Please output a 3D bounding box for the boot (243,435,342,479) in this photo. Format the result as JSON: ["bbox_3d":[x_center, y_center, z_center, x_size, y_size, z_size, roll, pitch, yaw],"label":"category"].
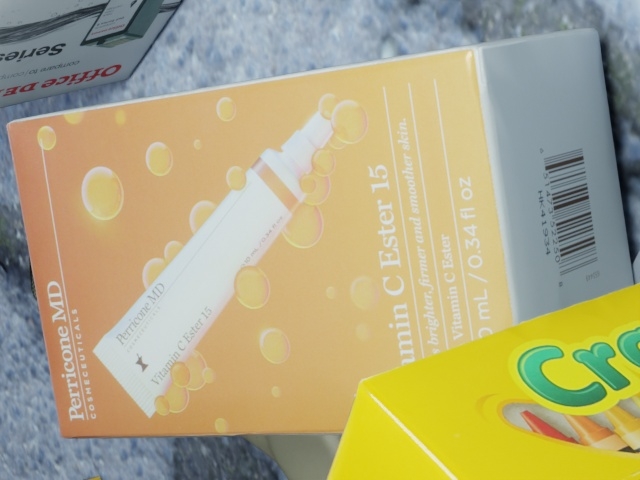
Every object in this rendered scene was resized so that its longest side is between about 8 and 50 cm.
[{"bbox_3d":[0.021,0.084,1.250,0.203,0.095,0.262,47,126,24],"label":"boot"}]

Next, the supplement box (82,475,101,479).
[{"bbox_3d":[-0.225,0.270,1.645,0.055,0.043,0.083,-21,85,51],"label":"supplement box"}]

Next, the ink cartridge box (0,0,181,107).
[{"bbox_3d":[-0.198,-0.227,1.321,0.121,0.211,0.289,60,140,15],"label":"ink cartridge box"}]

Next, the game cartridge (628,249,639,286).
[{"bbox_3d":[0.220,0.040,1.056,0.083,0.017,0.056,47,137,31],"label":"game cartridge"}]

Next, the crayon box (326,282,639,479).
[{"bbox_3d":[0.232,0.149,0.797,0.313,0.363,0.106,45,133,31],"label":"crayon box"}]

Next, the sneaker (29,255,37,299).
[{"bbox_3d":[-0.180,0.019,1.480,0.227,0.087,0.130,38,131,41],"label":"sneaker"}]

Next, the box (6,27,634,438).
[{"bbox_3d":[0.000,0.000,1.091,0.345,0.168,0.215,-6,96,34],"label":"box"}]
